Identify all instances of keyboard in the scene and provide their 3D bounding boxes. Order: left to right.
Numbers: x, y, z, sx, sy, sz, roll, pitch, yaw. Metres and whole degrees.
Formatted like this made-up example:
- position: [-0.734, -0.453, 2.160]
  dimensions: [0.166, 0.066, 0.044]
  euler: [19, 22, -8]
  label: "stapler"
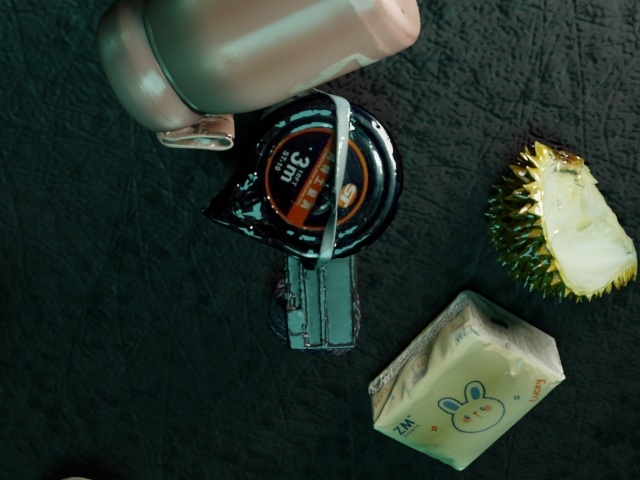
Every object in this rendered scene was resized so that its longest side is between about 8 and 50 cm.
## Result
- position: [0.000, 0.000, 1.673]
  dimensions: [0.087, 0.017, 0.250]
  euler: [-3, 102, 0]
  label: "keyboard"

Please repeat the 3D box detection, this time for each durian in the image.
- position: [0.264, -0.007, 1.705]
  dimensions: [0.139, 0.144, 0.252]
  euler: [-45, 117, -15]
  label: "durian"

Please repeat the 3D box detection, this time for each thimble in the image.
- position: [-0.006, 0.086, 1.753]
  dimensions: [0.104, 0.095, 0.066]
  euler: [-8, 132, -14]
  label: "thimble"

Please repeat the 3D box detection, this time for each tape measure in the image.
- position: [-0.005, -0.063, 1.594]
  dimensions: [0.181, 0.107, 0.182]
  euler: [30, 92, -2]
  label: "tape measure"

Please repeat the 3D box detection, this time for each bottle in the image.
- position: [-0.060, -0.201, 1.477]
  dimensions: [0.297, 0.173, 0.206]
  euler: [-23, 134, 15]
  label: "bottle"

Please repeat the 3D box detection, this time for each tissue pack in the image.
- position: [0.171, 0.172, 1.829]
  dimensions: [0.148, 0.092, 0.196]
  euler: [28, 123, -23]
  label: "tissue pack"

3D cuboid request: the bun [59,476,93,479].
- position: [-0.291, 0.358, 1.965]
  dimensions: [0.138, 0.094, 0.138]
  euler: [24, 132, 28]
  label: "bun"
